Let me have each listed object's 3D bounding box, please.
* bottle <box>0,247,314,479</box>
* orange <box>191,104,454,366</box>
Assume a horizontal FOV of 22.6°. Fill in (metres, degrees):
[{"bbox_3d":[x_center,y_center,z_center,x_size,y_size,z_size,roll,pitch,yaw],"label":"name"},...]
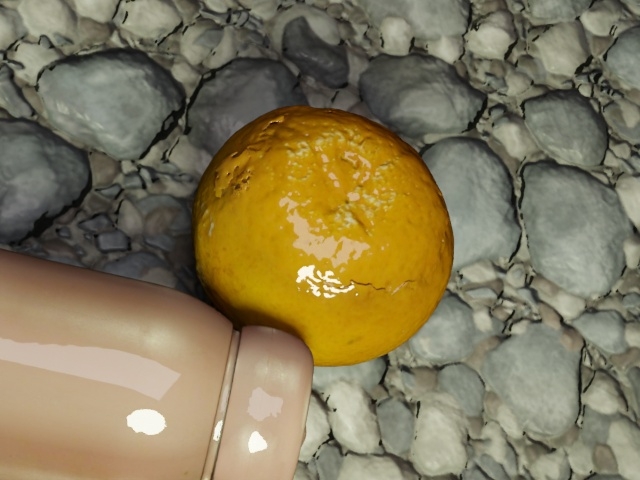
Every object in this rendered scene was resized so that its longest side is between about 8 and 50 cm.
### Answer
[{"bbox_3d":[-0.152,0.112,1.207,0.296,0.206,0.173,11,78,-3],"label":"bottle"},{"bbox_3d":[0.000,-0.003,1.300,0.219,0.193,0.219,17,58,-30],"label":"orange"}]
